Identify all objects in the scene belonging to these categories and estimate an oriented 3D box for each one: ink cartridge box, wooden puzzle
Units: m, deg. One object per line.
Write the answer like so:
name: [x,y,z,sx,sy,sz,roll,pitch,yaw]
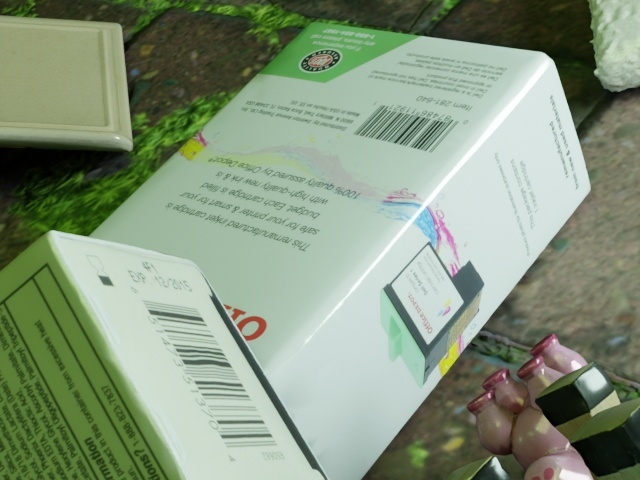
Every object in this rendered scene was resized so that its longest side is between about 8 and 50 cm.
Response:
ink cartridge box: [0.000,0.000,0.799,0.201,0.117,0.278,16,53,42]
wooden puzzle: [-0.277,-0.133,1.119,0.221,0.044,0.238,2,33,-13]

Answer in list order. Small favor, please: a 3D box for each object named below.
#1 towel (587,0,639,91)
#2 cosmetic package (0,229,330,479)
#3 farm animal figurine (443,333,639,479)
towel: [0.282,-0.213,0.950,0.187,0.049,0.282,-13,40,19]
cosmetic package: [-0.158,0.146,0.598,0.296,0.129,0.153,-37,70,15]
farm animal figurine: [0.141,0.127,0.516,0.330,0.172,0.327,-37,-3,-14]
